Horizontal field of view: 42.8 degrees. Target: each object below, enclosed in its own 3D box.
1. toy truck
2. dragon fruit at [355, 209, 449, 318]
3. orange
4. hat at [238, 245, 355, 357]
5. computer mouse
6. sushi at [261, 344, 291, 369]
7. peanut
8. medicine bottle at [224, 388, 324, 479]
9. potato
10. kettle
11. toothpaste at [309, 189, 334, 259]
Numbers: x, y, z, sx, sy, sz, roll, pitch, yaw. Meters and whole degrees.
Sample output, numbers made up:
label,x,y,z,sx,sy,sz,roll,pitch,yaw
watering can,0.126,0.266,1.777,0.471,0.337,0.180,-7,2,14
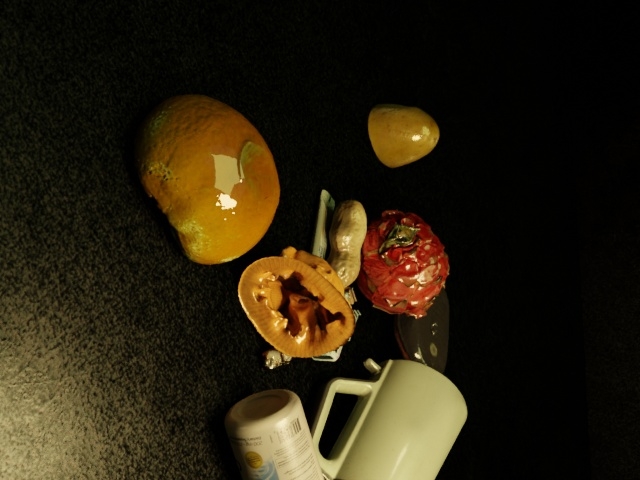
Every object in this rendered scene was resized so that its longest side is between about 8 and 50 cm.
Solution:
label,x,y,z,sx,sy,sz,roll,pitch,yaw
toy truck,0.027,0.203,1.894,0.115,0.080,0.177,65,37,-41
dragon fruit,0.196,0.067,2.016,0.244,0.244,0.298,-48,127,-47
orange,-0.199,-0.112,1.554,0.262,0.196,0.334,-43,127,-34
hat,-0.017,0.095,1.756,0.233,0.244,0.233,-54,137,-61
computer mouse,0.263,0.234,2.192,0.183,0.116,0.323,45,43,-39
sushi,-0.093,0.243,1.741,0.083,0.044,0.046,-17,100,-57
peanut,0.057,0.014,1.910,0.104,0.086,0.227,51,45,-65
medicine bottle,-0.080,0.456,1.628,0.157,0.157,0.288,-33,112,-52
potato,0.245,-0.291,2.220,0.203,0.158,0.178,49,48,-45
kettle,0.126,0.457,1.887,0.361,0.250,0.376,48,48,-12
toothpaste,0.000,0.000,1.919,0.067,0.037,0.255,47,45,-48
